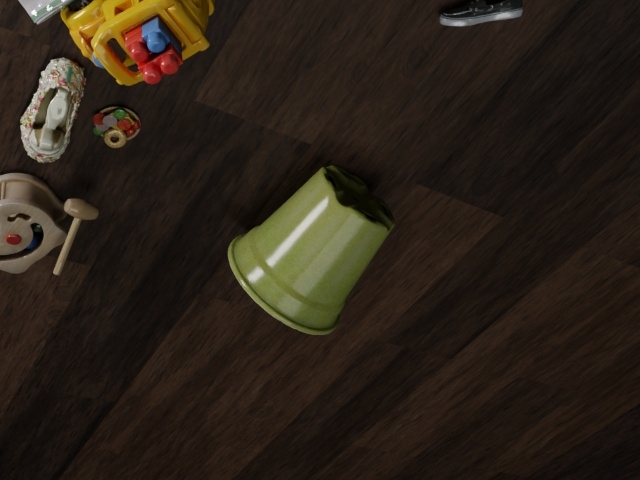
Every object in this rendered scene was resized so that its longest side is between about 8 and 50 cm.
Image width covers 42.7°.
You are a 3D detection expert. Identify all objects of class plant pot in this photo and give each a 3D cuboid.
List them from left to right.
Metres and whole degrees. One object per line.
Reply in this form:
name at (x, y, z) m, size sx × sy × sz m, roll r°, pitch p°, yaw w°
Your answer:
plant pot at (0.000, 0.000, 1.613) m, size 0.276 × 0.276 × 0.254 m, roll 24°, pitch 117°, yaw -33°

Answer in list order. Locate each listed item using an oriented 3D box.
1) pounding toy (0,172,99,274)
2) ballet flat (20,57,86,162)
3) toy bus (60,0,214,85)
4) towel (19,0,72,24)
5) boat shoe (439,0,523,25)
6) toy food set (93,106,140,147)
pounding toy at (-0.561, -0.015, 1.536) m, size 0.269 × 0.155 × 0.154 m, roll -32°, pitch 139°, yaw 24°
ballet flat at (-0.464, -0.206, 1.400) m, size 0.091 × 0.077 × 0.241 m, roll 10°, pitch 136°, yaw -22°
toy bus at (-0.274, -0.306, 1.224) m, size 0.220 × 0.211 × 0.149 m, roll -23°, pitch 139°, yaw 17°
towel at (-0.418, -0.404, 1.185) m, size 0.113 × 0.023 × 0.152 m, roll -27°, pitch 113°, yaw 17°
boat shoe at (0.268, -0.388, 1.366) m, size 0.142 × 0.049 × 0.040 m, roll -9°, pitch 120°, yaw -3°
toy food set at (-0.364, -0.206, 1.462) m, size 0.083 × 0.020 × 0.082 m, roll -25°, pitch 137°, yaw 17°
